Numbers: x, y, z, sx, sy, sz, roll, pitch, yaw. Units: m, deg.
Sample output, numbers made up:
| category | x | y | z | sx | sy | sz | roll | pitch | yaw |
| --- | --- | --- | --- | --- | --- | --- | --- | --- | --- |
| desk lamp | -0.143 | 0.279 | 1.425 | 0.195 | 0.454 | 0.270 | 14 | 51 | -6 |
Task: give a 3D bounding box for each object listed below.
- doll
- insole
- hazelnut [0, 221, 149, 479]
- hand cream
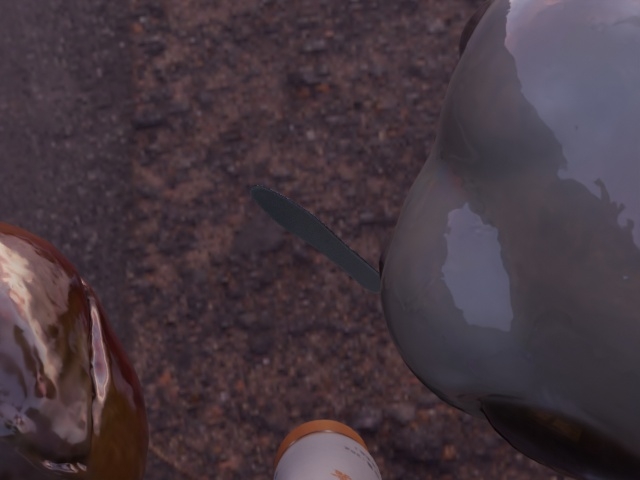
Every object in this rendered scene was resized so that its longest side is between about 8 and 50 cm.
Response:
| category | x | y | z | sx | sy | sz | roll | pitch | yaw |
| --- | --- | --- | --- | --- | --- | --- | --- | --- | --- |
| doll | 0.172 | 0.027 | 0.497 | 0.226 | 0.215 | 0.370 | 21 | 13 | -34 |
| insole | 0.000 | 0.000 | 1.129 | 0.152 | 0.053 | 0.002 | 40 | 62 | -13 |
| hazelnut | -0.325 | 0.157 | 1.242 | 0.372 | 0.372 | 0.315 | 32 | 73 | 37 |
| hand cream | 0.006 | 0.213 | 0.979 | 0.089 | 0.140 | 0.314 | -40 | 11 | 4 |
